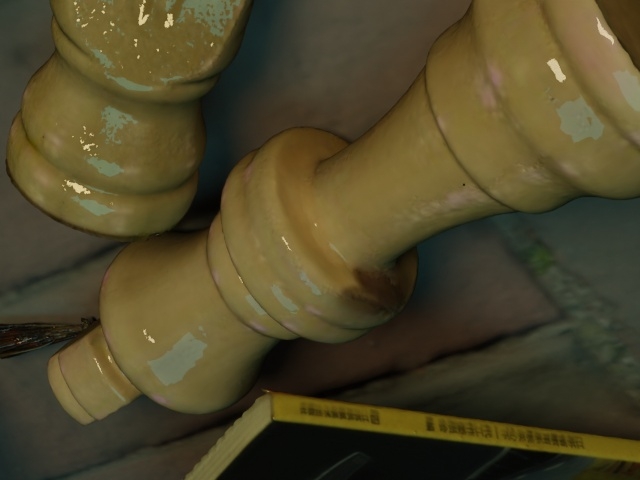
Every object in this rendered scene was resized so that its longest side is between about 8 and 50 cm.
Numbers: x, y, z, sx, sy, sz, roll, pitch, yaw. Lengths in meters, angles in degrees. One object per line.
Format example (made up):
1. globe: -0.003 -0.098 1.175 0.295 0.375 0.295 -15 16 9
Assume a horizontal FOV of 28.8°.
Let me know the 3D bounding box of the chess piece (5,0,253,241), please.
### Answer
1. chess piece: -0.068 -0.103 0.517 0.090 0.090 0.200 17 126 -11

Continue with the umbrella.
1. umbrella: -0.170 0.057 0.738 0.083 0.020 0.031 -14 134 14

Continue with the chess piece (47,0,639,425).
1. chess piece: 0.000 0.000 0.588 0.117 0.117 0.397 35 132 -27

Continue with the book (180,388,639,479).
1. book: 0.077 0.184 0.768 0.374 0.028 0.262 12 138 -27
